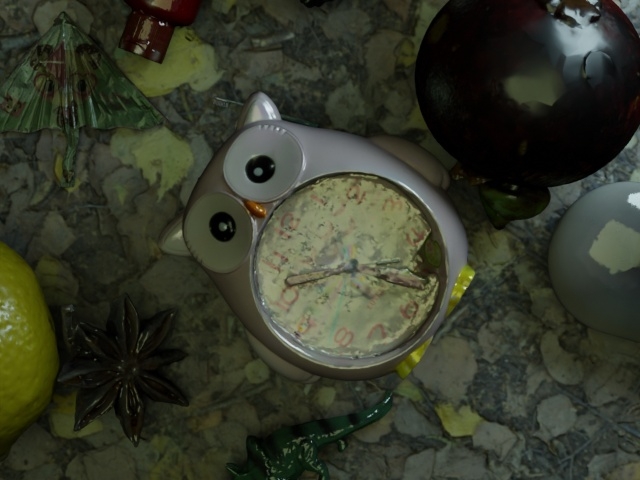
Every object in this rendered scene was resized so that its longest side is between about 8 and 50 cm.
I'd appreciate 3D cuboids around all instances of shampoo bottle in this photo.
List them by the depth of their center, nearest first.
[{"bbox_3d":[-0.210,-0.417,1.532,0.118,0.076,0.314,21,95,-1],"label":"shampoo bottle"}]

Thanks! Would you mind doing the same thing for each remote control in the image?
[{"bbox_3d":[0.486,0.042,1.474,0.332,0.103,0.221,16,100,5],"label":"remote control"}]

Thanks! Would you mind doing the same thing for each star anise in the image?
[{"bbox_3d":[-0.299,0.175,1.532,0.230,0.081,0.262,-51,122,-11],"label":"star anise"}]

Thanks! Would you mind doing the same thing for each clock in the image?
[{"bbox_3d":[0.000,0.000,1.447,0.377,0.250,0.368,33,96,-3],"label":"clock"}]

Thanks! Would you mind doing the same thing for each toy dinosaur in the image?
[{"bbox_3d":[-0.015,0.323,1.550,0.292,0.079,0.120,-18,93,3],"label":"toy dinosaur"}]

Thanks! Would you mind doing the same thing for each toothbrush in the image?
[{"bbox_3d":[-0.083,-0.189,1.564,0.167,0.011,0.014,15,99,5],"label":"toothbrush"}]

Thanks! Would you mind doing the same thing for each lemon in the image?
[{"bbox_3d":[-0.524,0.147,1.472,0.336,0.336,0.336,0,93,5],"label":"lemon"}]

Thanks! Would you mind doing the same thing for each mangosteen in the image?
[{"bbox_3d":[0.267,-0.189,1.408,0.306,0.306,0.359,27,136,4],"label":"mangosteen"}]

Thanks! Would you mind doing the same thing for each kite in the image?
[{"bbox_3d":[-0.388,-0.214,1.591,0.323,0.013,0.267,-3,91,8],"label":"kite"}]

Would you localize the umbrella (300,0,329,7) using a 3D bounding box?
[{"bbox_3d":[0.073,-0.426,1.410,0.154,0.337,0.128,23,61,-32],"label":"umbrella"}]
